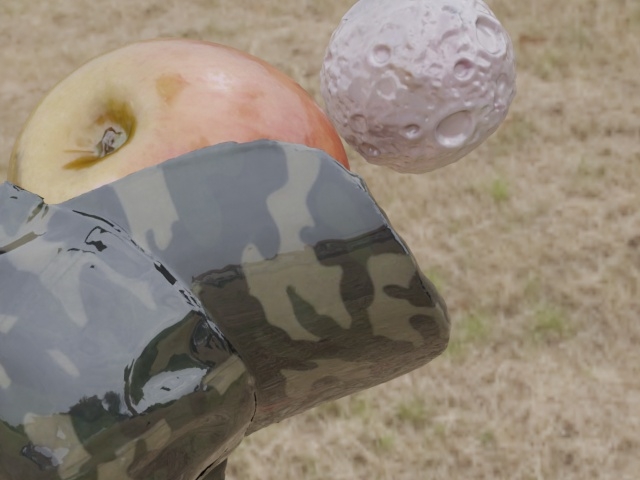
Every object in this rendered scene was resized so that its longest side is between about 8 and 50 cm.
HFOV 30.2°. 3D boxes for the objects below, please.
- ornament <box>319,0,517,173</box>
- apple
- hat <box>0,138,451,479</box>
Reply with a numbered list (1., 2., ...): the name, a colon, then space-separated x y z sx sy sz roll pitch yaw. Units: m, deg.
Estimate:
1. ornament: 0.122 -0.220 1.545 0.259 0.225 0.259 -36 19 14
2. apple: -0.153 -0.043 1.261 0.364 0.364 0.364 -6 31 4
3. hat: -0.105 0.107 0.956 0.382 0.366 0.257 -10 39 39
